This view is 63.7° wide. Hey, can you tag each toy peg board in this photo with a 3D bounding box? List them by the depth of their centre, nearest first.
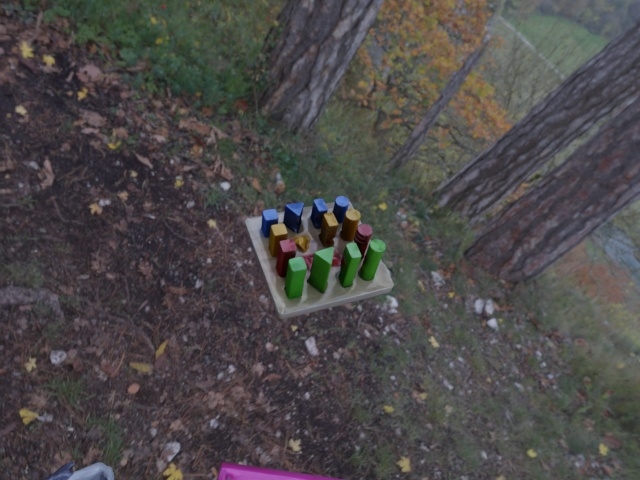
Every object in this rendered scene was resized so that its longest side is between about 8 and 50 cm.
[{"bbox_3d":[0.000,0.000,0.679,0.161,0.079,0.160,-12,55,-19],"label":"toy peg board"}]

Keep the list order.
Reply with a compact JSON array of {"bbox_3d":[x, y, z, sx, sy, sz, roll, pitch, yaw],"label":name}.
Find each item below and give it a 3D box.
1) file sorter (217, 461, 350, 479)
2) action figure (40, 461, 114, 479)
[{"bbox_3d":[0.015,0.390,0.545,0.291,0.182,0.201,12,86,-8],"label":"file sorter"},{"bbox_3d":[-0.231,0.275,0.409,0.141,0.276,0.163,12,82,-49],"label":"action figure"}]
